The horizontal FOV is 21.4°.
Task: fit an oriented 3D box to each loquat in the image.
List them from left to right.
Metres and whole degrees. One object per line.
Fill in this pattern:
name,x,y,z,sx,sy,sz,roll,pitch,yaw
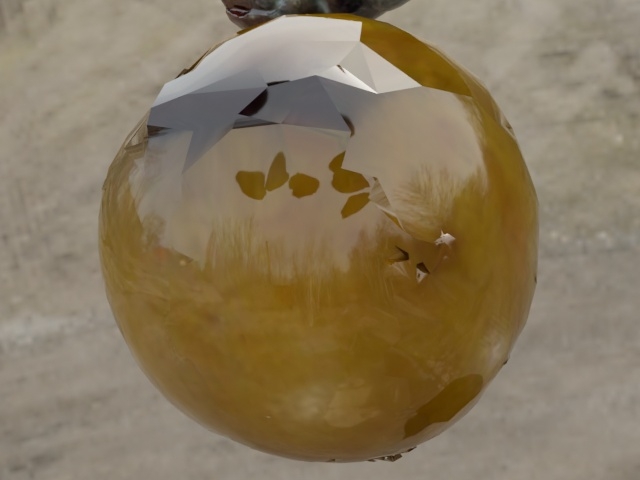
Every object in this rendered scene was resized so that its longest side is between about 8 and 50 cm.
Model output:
loquat,0.000,0.000,0.865,0.235,0.235,0.235,-8,22,3

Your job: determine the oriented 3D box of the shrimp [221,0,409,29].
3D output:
shrimp,0.107,-0.256,0.984,0.410,0.221,0.166,-49,46,10
